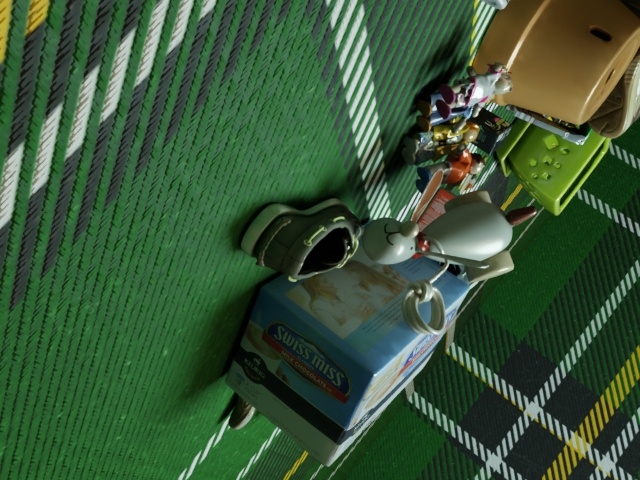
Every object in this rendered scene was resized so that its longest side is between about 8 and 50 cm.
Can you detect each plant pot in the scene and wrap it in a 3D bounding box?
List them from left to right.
[{"bbox_3d":[0.574,-0.220,1.899,0.228,0.207,0.227,-55,162,4],"label":"plant pot"},{"bbox_3d":[0.437,-0.345,1.358,0.291,0.203,0.291,-46,159,-23],"label":"plant pot"}]

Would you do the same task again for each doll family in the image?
[{"bbox_3d":[0.228,-0.208,1.271,0.163,0.118,0.263,-21,143,-27],"label":"doll family"}]

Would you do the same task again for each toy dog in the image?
[{"bbox_3d":[0.231,-0.013,1.222,0.161,0.220,0.334,-32,-179,40],"label":"toy dog"}]

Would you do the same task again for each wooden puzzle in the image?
[{"bbox_3d":[0.369,-0.149,1.841,0.079,0.014,0.116,-31,152,-48],"label":"wooden puzzle"}]

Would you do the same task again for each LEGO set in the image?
[{"bbox_3d":[0.519,-0.377,1.626,0.255,0.192,0.331,-77,-169,-54],"label":"LEGO set"}]

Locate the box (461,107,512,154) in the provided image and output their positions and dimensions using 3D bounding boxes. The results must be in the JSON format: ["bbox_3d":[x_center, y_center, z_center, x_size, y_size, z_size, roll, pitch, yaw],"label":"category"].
[{"bbox_3d":[0.322,-0.219,1.492,0.062,0.083,0.052,-36,153,-41],"label":"box"}]

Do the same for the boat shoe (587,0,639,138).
[{"bbox_3d":[0.607,-0.364,1.444,0.123,0.123,0.341,-23,130,-27],"label":"boat shoe"}]

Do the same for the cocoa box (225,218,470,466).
[{"bbox_3d":[0.052,0.156,1.290,0.347,0.231,0.228,-31,151,-49],"label":"cocoa box"}]

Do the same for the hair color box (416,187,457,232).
[{"bbox_3d":[0.256,-0.033,1.717,0.167,0.053,0.093,-56,162,12],"label":"hair color box"}]

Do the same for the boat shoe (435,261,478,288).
[{"bbox_3d":[0.375,0.084,2.118,0.319,0.116,0.099,-42,131,-55],"label":"boat shoe"}]

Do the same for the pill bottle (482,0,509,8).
[{"bbox_3d":[0.268,-0.396,1.078,0.116,0.065,0.065,-55,161,8],"label":"pill bottle"}]

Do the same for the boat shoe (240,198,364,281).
[{"bbox_3d":[-0.002,0.004,1.107,0.109,0.091,0.305,-59,161,16],"label":"boat shoe"}]

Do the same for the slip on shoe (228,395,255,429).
[{"bbox_3d":[-0.135,0.290,1.389,0.041,0.051,0.135,28,111,-31],"label":"slip on shoe"}]
